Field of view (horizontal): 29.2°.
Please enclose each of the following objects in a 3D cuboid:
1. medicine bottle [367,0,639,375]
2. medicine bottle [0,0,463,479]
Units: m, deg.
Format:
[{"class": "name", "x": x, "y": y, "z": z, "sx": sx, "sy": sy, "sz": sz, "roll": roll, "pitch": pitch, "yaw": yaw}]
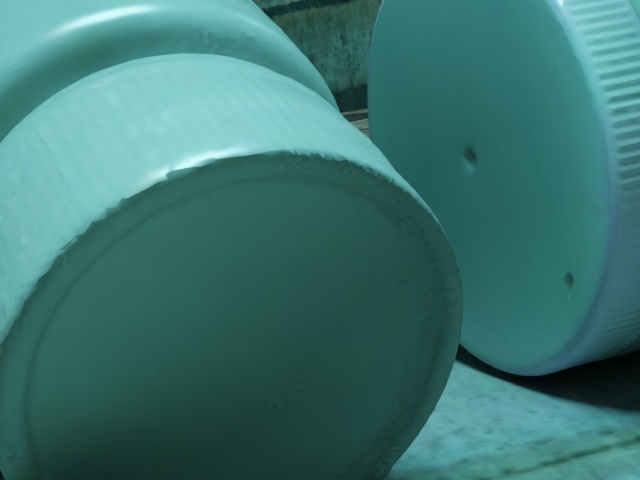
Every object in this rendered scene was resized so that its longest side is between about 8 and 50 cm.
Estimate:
[{"class": "medicine bottle", "x": 0.187, "y": -0.068, "z": 0.716, "sx": 0.240, "sy": 0.253, "sz": 0.252, "roll": -14, "pitch": 11, "yaw": -22}, {"class": "medicine bottle", "x": -0.101, "y": -0.037, "z": 0.604, "sx": 0.211, "sy": 0.211, "sz": 0.371, "roll": -13, "pitch": 34, "yaw": -20}]
